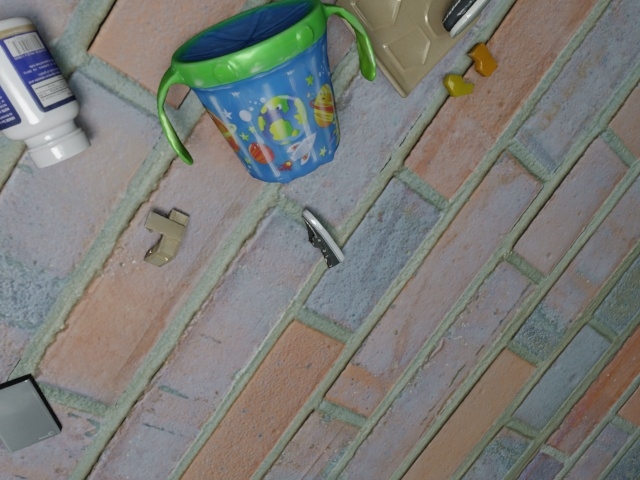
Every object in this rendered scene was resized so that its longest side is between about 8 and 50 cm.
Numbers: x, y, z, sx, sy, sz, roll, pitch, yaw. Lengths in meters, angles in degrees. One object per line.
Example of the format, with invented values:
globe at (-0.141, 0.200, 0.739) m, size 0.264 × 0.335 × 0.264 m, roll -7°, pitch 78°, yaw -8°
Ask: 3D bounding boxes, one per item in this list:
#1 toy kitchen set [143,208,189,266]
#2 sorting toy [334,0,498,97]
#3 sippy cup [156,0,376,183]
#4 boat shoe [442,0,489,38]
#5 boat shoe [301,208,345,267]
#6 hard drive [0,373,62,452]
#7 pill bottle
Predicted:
toy kitchen set at (-0.288, -0.010, 0.852) m, size 0.068 × 0.075 × 0.083 m, roll 28°, pitch 59°, yaw -29°
sorting toy at (0.189, -0.380, 0.880) m, size 0.229 × 0.041 × 0.307 m, roll -48°, pitch 118°, yaw -2°
sippy cup at (-0.074, -0.221, 0.752) m, size 0.305 × 0.240 × 0.224 m, roll -4°, pitch 131°, yaw 23°
boat shoe at (0.295, -0.490, 0.822) m, size 0.091 × 0.114 × 0.303 m, roll 38°, pitch 90°, yaw -2°
boat shoe at (0.000, 0.000, 0.949) m, size 0.040 × 0.049 × 0.142 m, roll -38°, pitch 120°, yaw -2°
hard drive at (-0.553, 0.320, 0.887) m, size 0.094 × 0.022 × 0.135 m, roll -19°, pitch 115°, yaw -12°
pill bottle at (-0.416, -0.205, 0.686) m, size 0.112 × 0.112 × 0.187 m, roll -25°, pitch 116°, yaw -9°
